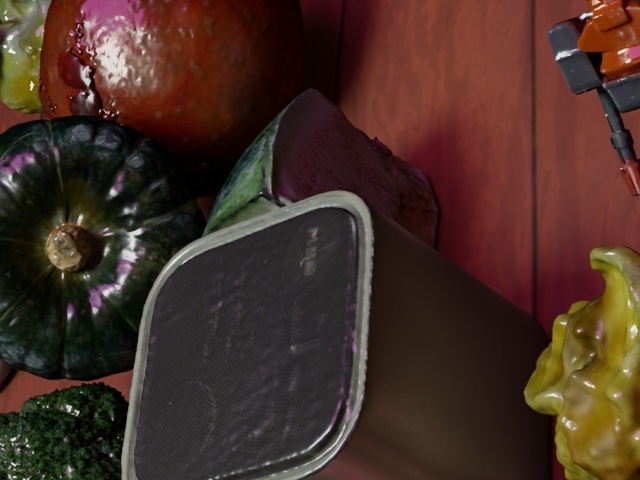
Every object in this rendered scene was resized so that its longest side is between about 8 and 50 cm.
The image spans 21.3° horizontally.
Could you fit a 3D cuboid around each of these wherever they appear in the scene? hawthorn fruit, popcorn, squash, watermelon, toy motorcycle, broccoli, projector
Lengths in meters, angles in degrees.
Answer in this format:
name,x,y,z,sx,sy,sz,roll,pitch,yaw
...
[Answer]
name,x,y,z,sx,sy,sz,roll,pitch,yaw
hawthorn fruit,-0.150,-0.197,1.762,0.316,0.316,0.316,-26,47,31
popcorn,0.247,0.100,1.192,0.235,0.216,0.181,-30,42,52
squash,-0.229,0.005,1.595,0.252,0.252,0.165,-56,12,-1
watermelon,0.000,0.000,1.547,0.231,0.310,0.193,-6,50,-2
toy motorcycle,0.286,-0.168,1.322,0.147,0.221,0.325,-20,6,32
broccoli,-0.247,0.291,1.554,0.283,0.303,0.321,117,156,-44
popcorn,-0.352,-0.248,2.082,0.198,0.212,0.198,12,104,59
projector,0.017,0.135,1.379,0.248,0.249,0.248,-21,51,35

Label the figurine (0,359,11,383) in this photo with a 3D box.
name,x,y,z,sx,sy,sz,roll,pitch,yaw
figurine,-0.446,0.103,1.967,0.421,0.154,0.193,-26,81,21
